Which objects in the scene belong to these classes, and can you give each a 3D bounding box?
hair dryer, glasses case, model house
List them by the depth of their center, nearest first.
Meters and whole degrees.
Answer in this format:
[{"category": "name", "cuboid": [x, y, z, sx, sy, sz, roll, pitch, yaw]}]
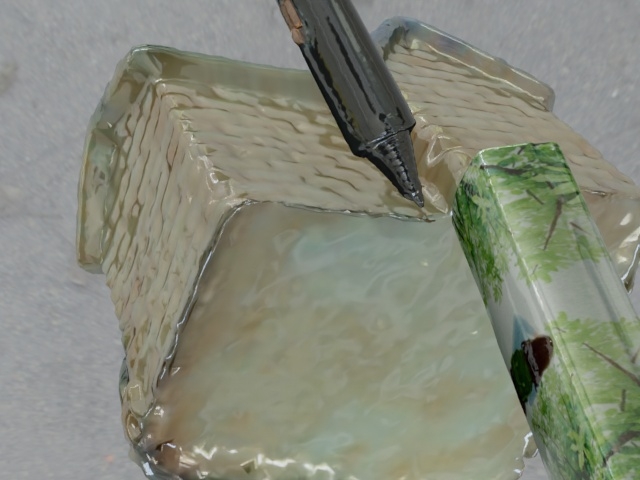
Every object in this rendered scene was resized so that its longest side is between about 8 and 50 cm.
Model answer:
[{"category": "glasses case", "cuboid": [0.148, 0.075, 0.737, 0.062, 0.095, 0.272, -6, 55, -16]}, {"category": "hair dryer", "cuboid": [-0.018, -0.176, 0.951, 0.189, 0.107, 0.352, -23, 82, -28]}, {"category": "model house", "cuboid": [0.000, 0.000, 1.222, 0.445, 0.395, 0.400, 3, 36, -28]}]
